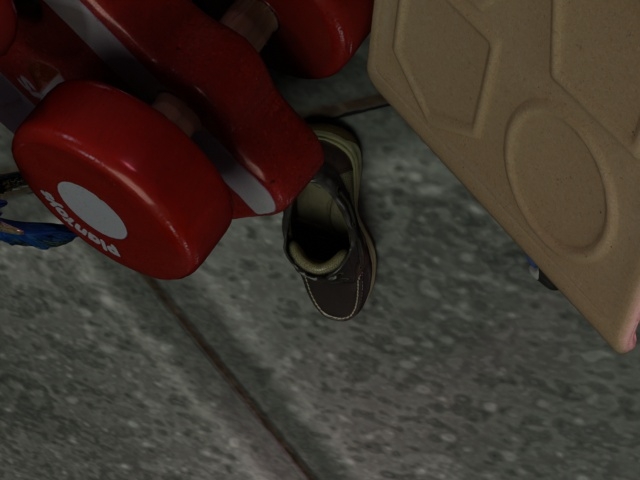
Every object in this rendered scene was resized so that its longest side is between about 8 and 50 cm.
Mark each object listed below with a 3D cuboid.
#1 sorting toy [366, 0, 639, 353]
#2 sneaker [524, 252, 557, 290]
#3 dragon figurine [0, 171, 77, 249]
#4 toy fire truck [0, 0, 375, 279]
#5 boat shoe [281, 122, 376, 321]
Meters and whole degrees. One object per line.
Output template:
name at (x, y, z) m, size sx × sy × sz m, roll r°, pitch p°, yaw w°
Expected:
sorting toy at (0.085, -0.080, 0.498) m, size 0.193 × 0.038 × 0.208 m, roll 52°, pitch 158°, yaw 33°
sneaker at (0.114, -0.059, 0.621) m, size 0.081 × 0.080 × 0.211 m, roll 34°, pitch 152°, yaw 33°
dragon figurine at (-0.186, -0.006, 0.657) m, size 0.144 × 0.085 × 0.289 m, roll 45°, pitch 179°, yaw 11°
toy fire truck at (-0.140, -0.110, 0.620) m, size 0.302 × 0.169 × 0.254 m, roll 44°, pitch 154°, yaw -22°
boat shoe at (0.000, 0.000, 0.741) m, size 0.056 × 0.049 × 0.152 m, roll 7°, pitch 137°, yaw 17°
